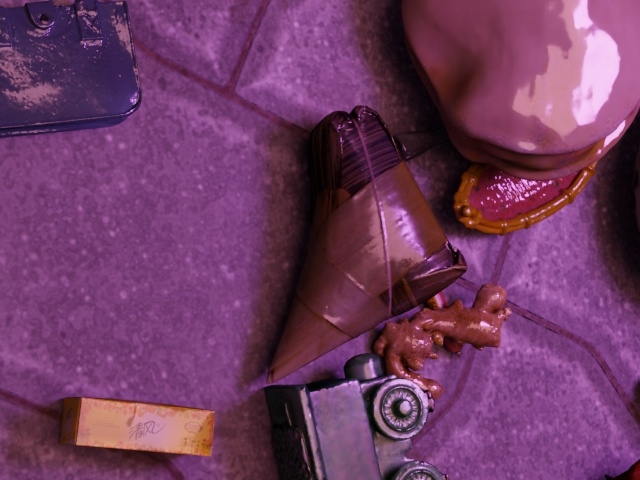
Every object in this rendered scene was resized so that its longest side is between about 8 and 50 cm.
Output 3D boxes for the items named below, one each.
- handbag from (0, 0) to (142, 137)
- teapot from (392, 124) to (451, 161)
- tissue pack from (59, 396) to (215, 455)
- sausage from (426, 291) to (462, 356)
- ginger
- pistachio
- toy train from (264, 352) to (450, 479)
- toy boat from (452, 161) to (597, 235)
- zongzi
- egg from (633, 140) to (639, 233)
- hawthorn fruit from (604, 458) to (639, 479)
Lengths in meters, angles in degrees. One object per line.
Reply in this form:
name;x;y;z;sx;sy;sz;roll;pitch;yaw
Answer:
handbag;-0.351;-0.228;1.533;0.229;0.062;0.179;-8;87;-26
teapot;0.154;-0.147;1.772;0.110;0.043;0.043;-19;92;-30
tissue pack;-0.231;0.234;1.513;0.176;0.095;0.062;8;79;-23
sausage;0.159;0.069;1.750;0.029;0.029;0.223;-26;95;-25
ginger;0.171;0.139;1.711;0.176;0.052;0.193;17;89;-14
pistachio;0.297;-0.306;1.726;0.365;0.281;0.446;3;73;3
toy train;0.052;0.290;1.611;0.201;0.145;0.266;-11;88;-23
toy boat;0.308;-0.092;1.805;0.318;0.099;0.141;-26;98;-28
zongzi;0.000;0.000;1.630;0.317;0.154;0.289;-29;88;-18
egg;0.628;-0.096;1.850;0.287;0.287;0.379;13;89;-23
hawthorn fruit;0.504;0.426;1.740;0.300;0.254;0.254;40;69;-27
